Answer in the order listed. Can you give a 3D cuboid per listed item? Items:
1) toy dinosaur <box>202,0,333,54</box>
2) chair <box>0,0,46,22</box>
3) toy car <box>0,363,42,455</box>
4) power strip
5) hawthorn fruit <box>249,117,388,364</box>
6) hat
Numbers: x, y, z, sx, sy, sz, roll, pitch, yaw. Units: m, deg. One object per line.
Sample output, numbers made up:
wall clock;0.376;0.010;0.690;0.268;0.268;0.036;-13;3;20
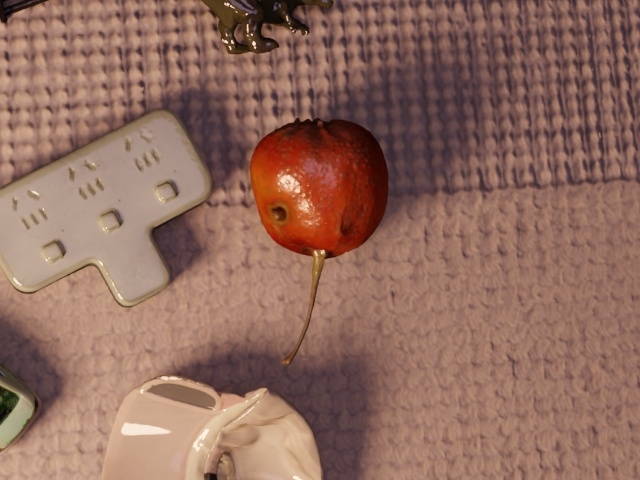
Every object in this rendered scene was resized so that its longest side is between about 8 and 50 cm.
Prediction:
toy dinosaur;-0.081;-0.313;1.930;0.187;0.087;0.179;-24;106;-33
chair;-0.396;-0.320;1.863;0.260;0.154;0.141;-22;87;-10
toy car;-0.420;0.145;1.835;0.224;0.076;0.090;40;80;-3
power strip;-0.244;-0.017;1.894;0.265;0.059;0.193;-29;88;-13
hawthorn fruit;0.000;0.000;1.892;0.165;0.165;0.285;-1;88;-10
hat;-0.128;0.270;1.870;0.226;0.164;0.219;8;79;31
